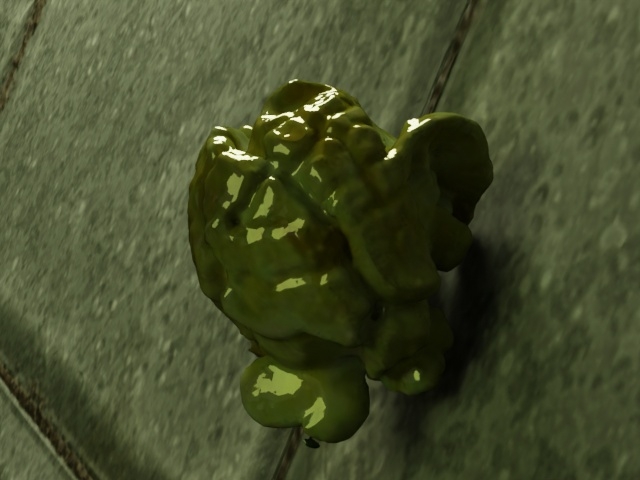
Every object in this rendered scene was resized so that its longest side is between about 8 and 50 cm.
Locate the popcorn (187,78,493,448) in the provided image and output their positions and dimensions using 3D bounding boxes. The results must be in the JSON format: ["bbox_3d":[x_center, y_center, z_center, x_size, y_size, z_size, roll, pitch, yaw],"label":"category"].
[{"bbox_3d":[0.000,0.000,0.887,0.162,0.135,0.141,-59,33,16],"label":"popcorn"}]
